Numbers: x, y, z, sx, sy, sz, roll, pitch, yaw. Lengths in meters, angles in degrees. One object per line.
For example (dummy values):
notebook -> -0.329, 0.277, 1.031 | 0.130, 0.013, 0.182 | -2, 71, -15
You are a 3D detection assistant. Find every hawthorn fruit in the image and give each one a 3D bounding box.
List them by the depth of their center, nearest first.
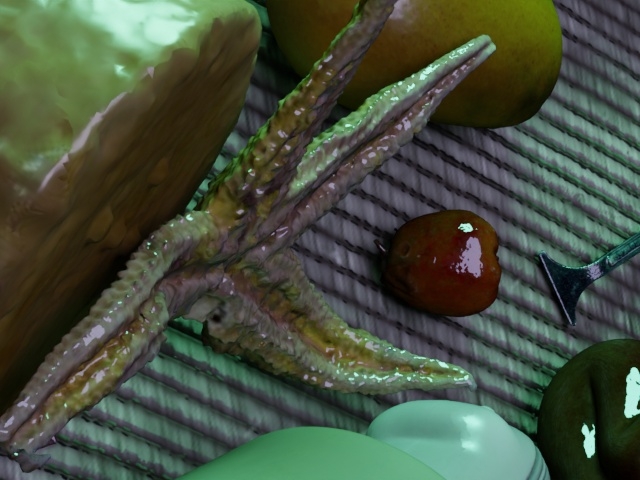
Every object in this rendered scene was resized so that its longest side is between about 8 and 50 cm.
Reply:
hawthorn fruit -> 0.086, 0.017, 1.380 | 0.093, 0.081, 0.081 | -3, 80, -4

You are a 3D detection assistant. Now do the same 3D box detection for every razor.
razor -> 0.261, 0.002, 1.517 | 0.190, 0.033, 0.066 | -27, 96, -35

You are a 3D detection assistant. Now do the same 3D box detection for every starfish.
starfish -> -0.008, -0.004, 1.163 | 0.384, 0.132, 0.398 | -54, 149, 0

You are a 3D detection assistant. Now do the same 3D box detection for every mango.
mango -> 0.074, -0.176, 1.373 | 0.254, 0.139, 0.175 | 6, 86, -40

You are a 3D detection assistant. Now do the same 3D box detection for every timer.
timer -> 0.046, 0.218, 1.215 | 0.315, 0.291, 0.291 | -38, 101, -50

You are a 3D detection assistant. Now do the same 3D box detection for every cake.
cake -> -0.242, -0.086, 1.063 | 0.321, 0.332, 0.332 | 35, 60, 5

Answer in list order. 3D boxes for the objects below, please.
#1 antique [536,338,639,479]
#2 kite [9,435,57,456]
antique -> 0.206, 0.186, 1.381 | 0.121, 0.143, 0.257 | 43, 65, -42
kite -> -0.201, 0.107, 1.211 | 0.044, 0.002, 0.078 | -39, 102, -33
